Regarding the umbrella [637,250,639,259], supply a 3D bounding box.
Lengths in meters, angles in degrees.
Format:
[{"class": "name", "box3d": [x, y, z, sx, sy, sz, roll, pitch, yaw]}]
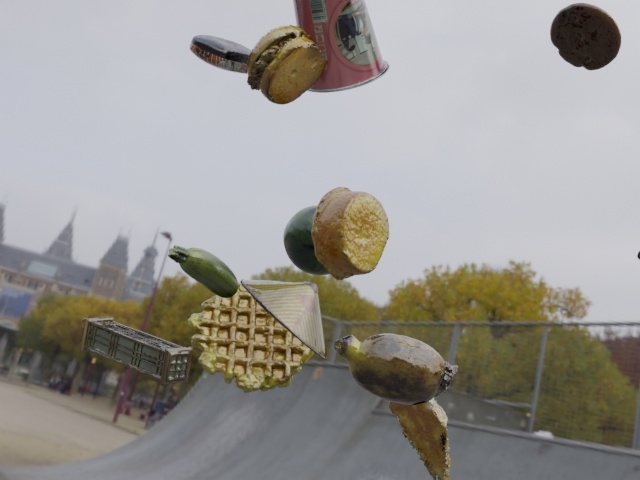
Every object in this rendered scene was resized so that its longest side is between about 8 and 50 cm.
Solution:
[{"class": "umbrella", "box3d": [0.871, 0.050, 1.755, 0.248, 0.071, 0.070, -1, -2, -41]}]

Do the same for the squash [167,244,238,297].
[{"class": "squash", "box3d": [-0.228, 0.064, 1.435, 0.066, 0.066, 0.252, 9, -17, 20]}]

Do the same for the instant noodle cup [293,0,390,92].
[{"class": "instant noodle cup", "box3d": [0.037, -0.530, 1.744, 0.243, 0.244, 0.255, 5, -55, 31]}]

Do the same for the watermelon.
[{"class": "watermelon", "box3d": [-0.001, -0.001, 2.282, 0.242, 0.243, 0.242, 13, -15, 4]}]

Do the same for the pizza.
[{"class": "pizza", "box3d": [0.303, 0.539, 1.949, 0.071, 0.297, 0.189, -4, -35, -35]}]

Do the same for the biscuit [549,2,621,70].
[{"class": "biscuit", "box3d": [0.736, -0.565, 1.937, 0.212, 0.036, 0.212, 36, -22, 17]}]

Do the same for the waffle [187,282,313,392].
[{"class": "waffle", "box3d": [-0.167, 0.243, 1.763, 0.302, 0.325, 0.068, 44, -35, 14]}]

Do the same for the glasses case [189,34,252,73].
[{"class": "glasses case", "box3d": [-0.223, -0.446, 1.676, 0.103, 0.067, 0.266, 27, 16, 12]}]

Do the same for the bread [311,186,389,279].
[{"class": "bread", "box3d": [0.081, -0.023, 1.950, 0.145, 0.269, 0.268, -3, -23, 42]}]

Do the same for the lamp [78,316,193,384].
[{"class": "lamp", "box3d": [-0.456, 0.264, 1.698, 0.325, 0.090, 0.089, 11, 2, 35]}]

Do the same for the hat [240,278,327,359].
[{"class": "hat", "box3d": [-0.036, 0.102, 1.141, 0.193, 0.082, 0.193, 42, -4, 4]}]

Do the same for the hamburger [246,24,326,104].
[{"class": "hamburger", "box3d": [-0.093, -0.413, 1.640, 0.118, 0.191, 0.182, 45, -17, 23]}]

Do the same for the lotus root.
[{"class": "lotus root", "box3d": [0.174, 0.301, 1.634, 0.314, 0.142, 0.169, 18, -41, -11]}]
